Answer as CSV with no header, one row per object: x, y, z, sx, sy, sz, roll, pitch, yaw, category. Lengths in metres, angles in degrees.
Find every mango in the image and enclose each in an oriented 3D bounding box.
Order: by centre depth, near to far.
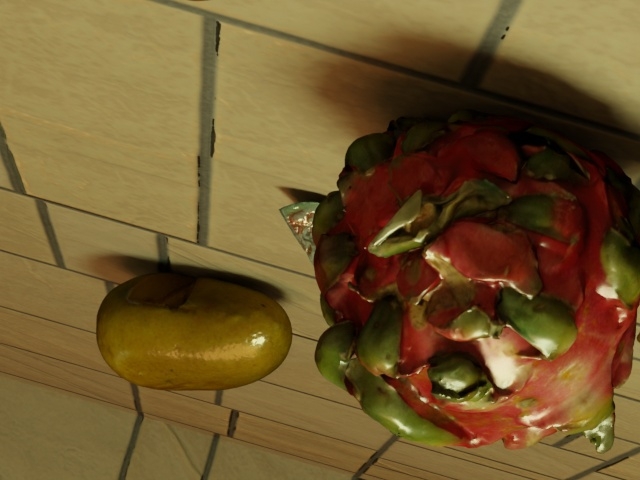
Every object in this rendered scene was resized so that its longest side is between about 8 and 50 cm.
-0.144,0.105,1.818,0.262,0.130,0.167,0,154,29,mango

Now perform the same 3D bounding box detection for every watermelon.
0.000,0.000,1.416,0.085,0.061,0.085,13,155,6,watermelon

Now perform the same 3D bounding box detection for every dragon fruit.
0.108,0.028,1.103,0.237,0.231,0.302,10,180,3,dragon fruit

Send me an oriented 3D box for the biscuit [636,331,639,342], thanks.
0.295,0.029,1.080,0.034,0.182,0.215,57,-178,19,biscuit
